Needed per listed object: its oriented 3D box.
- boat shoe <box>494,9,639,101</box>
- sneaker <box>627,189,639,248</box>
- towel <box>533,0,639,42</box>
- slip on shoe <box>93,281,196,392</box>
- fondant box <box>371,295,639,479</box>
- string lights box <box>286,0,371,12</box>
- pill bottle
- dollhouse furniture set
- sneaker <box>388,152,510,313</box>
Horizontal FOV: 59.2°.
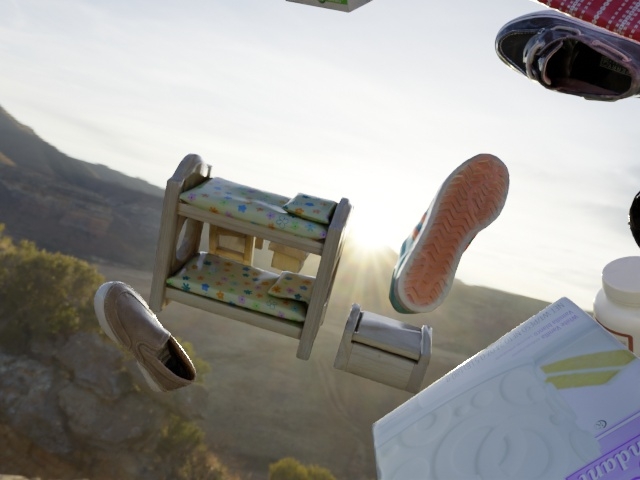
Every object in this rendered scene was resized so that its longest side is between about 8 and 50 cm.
[{"bbox_3d":[0.362,-0.274,0.853,0.102,0.108,0.301,-20,39,-24],"label":"boat shoe"},{"bbox_3d":[0.426,-0.092,0.650,0.118,0.222,0.083,0,-4,-11],"label":"sneaker"},{"bbox_3d":[0.370,-0.299,0.588,0.275,0.199,0.031,43,11,35],"label":"towel"},{"bbox_3d":[-0.165,0.094,0.542,0.041,0.135,0.051,-7,29,24],"label":"slip on shoe"},{"bbox_3d":[0.169,0.195,0.414,0.096,0.238,0.330,51,10,-12],"label":"fondant box"},{"bbox_3d":[-0.002,-0.438,0.712,0.133,0.077,0.260,28,-36,38],"label":"string lights box"},{"bbox_3d":[0.501,0.137,0.895,0.121,0.216,0.121,-14,30,8],"label":"pill bottle"},{"bbox_3d":[0.000,0.000,0.413,0.182,0.101,0.161,16,21,5],"label":"dollhouse furniture set"},{"bbox_3d":[0.199,-0.013,0.931,0.108,0.302,0.121,36,-14,-4],"label":"sneaker"}]
